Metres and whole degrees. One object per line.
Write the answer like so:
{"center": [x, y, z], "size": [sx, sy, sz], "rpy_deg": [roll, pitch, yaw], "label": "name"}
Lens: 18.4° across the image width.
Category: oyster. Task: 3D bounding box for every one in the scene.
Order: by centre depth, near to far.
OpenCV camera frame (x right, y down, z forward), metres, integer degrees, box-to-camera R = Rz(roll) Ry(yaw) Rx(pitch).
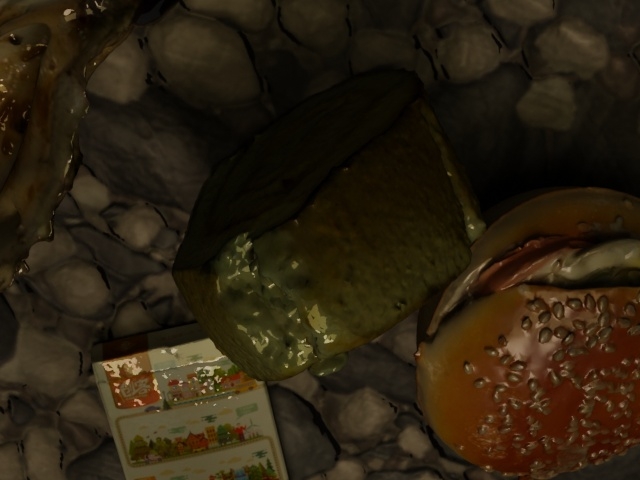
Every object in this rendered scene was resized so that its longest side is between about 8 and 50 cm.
{"center": [-0.225, -0.099, 1.274], "size": [0.198, 0.133, 0.337], "rpy_deg": [36, 106, -18], "label": "oyster"}

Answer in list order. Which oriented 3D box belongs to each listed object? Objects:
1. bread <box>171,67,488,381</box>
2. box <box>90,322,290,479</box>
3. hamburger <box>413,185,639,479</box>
{"center": [0.000, 0.000, 1.287], "size": [0.186, 0.257, 0.124], "rpy_deg": [-23, 109, 29], "label": "bread"}
{"center": [-0.088, 0.164, 1.475], "size": [0.122, 0.032, 0.220], "rpy_deg": [-12, 118, 1], "label": "box"}
{"center": [0.167, 0.068, 1.382], "size": [0.237, 0.147, 0.237], "rpy_deg": [-9, 122, -14], "label": "hamburger"}
